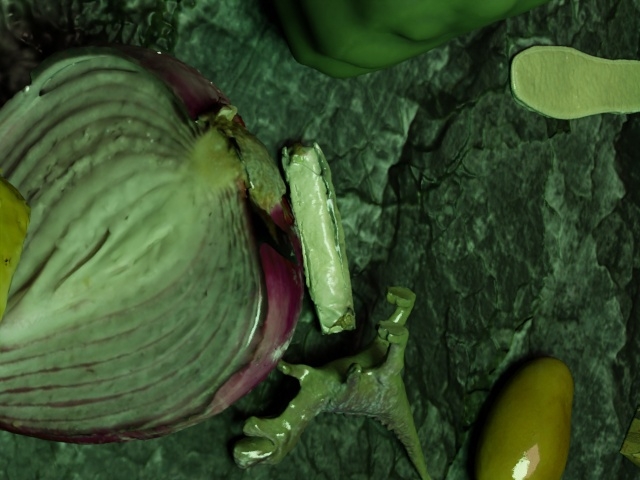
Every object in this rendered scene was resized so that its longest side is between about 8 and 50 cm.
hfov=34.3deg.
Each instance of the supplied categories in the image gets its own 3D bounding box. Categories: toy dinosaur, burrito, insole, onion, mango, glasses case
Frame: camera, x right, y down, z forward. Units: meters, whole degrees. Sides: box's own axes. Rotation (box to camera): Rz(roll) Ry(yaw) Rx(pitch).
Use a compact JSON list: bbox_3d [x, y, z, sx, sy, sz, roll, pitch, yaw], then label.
[{"bbox_3d":[0.046,0.144,0.960,0.251,0.072,0.199,4,117,-46],"label":"toy dinosaur"},{"bbox_3d":[0.000,0.000,0.948,0.045,0.041,0.185,-9,102,6],"label":"burrito"},{"bbox_3d":[0.302,-0.178,1.178,0.248,0.011,0.081,-4,95,-37],"label":"insole"},{"bbox_3d":[-0.162,0.034,0.746,0.267,0.349,0.159,64,18,18],"label":"onion"},{"bbox_3d":[0.223,0.200,1.098,0.102,0.085,0.184,45,61,-30],"label":"mango"},{"bbox_3d":[0.442,0.274,1.292,0.170,0.041,0.064,39,70,-31],"label":"glasses case"}]

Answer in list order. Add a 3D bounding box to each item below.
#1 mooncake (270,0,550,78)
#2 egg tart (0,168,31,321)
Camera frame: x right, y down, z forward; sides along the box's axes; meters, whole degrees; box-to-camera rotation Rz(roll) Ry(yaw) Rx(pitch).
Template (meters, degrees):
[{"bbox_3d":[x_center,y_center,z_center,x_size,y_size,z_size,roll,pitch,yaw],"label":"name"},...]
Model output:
[{"bbox_3d":[0.121,-0.267,0.853,0.351,0.351,0.187,-26,96,-33],"label":"mooncake"},{"bbox_3d":[-0.242,0.034,0.595,0.116,0.295,0.294,18,81,-16],"label":"egg tart"}]
